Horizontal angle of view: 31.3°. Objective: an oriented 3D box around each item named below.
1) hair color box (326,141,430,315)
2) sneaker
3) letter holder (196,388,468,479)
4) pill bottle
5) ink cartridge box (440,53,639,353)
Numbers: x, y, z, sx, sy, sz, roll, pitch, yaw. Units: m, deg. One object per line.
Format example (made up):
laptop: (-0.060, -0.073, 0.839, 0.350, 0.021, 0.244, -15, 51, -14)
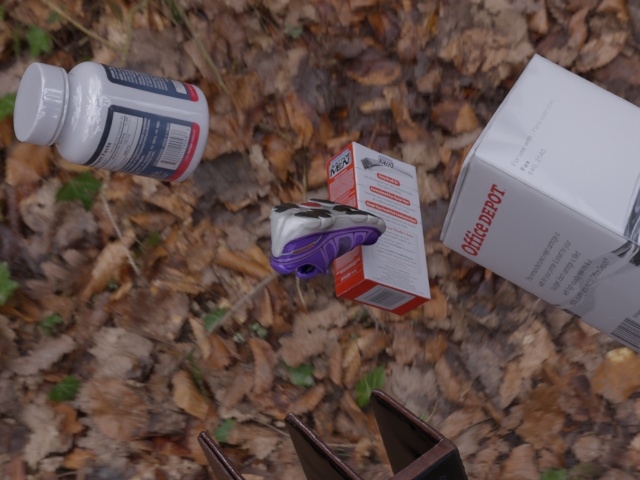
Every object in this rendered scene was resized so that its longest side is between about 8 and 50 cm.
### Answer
hair color box: (0.060, -0.012, 1.219, 0.093, 0.053, 0.167, 19, 55, -34)
sneaker: (0.000, 0.000, 1.085, 0.068, 0.170, 0.071, 20, 104, 31)
letter holder: (0.037, 0.277, 1.006, 0.152, 0.302, 0.214, -32, 34, -17)
pill bottle: (-0.217, -0.126, 1.179, 0.180, 0.108, 0.108, 10, 77, -33)
ink cartridge box: (0.176, -0.004, 0.659, 0.190, 0.140, 0.082, 31, 73, 10)
